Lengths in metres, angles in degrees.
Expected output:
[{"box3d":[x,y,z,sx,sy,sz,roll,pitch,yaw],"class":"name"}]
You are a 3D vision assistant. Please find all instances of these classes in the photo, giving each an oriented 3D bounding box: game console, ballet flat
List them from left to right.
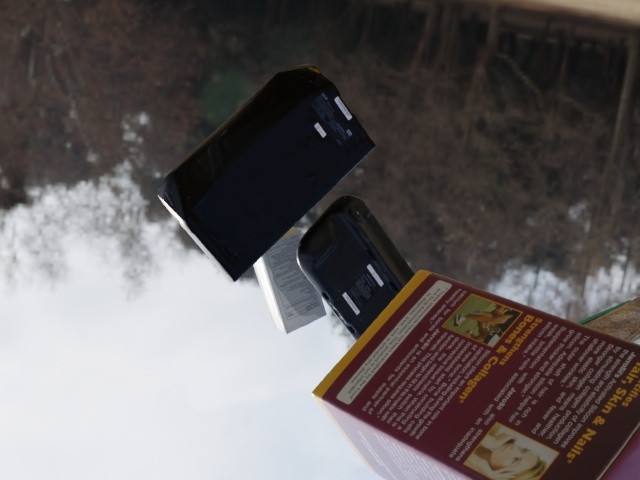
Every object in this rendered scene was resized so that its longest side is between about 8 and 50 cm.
[{"box3d":[0.000,0.000,1.264,0.361,0.213,0.044,53,168,-33],"class":"game console"},{"box3d":[0.437,0.108,1.484,0.106,0.316,0.107,56,172,31],"class":"ballet flat"}]

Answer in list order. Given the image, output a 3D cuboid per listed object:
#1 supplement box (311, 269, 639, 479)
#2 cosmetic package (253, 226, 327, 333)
[{"box3d":[0.100,0.097,0.618,0.188,0.104,0.080,20,152,50],"class":"supplement box"},{"box3d":[-0.040,0.046,1.386,0.060,0.115,0.041,-23,-160,-23],"class":"cosmetic package"}]
